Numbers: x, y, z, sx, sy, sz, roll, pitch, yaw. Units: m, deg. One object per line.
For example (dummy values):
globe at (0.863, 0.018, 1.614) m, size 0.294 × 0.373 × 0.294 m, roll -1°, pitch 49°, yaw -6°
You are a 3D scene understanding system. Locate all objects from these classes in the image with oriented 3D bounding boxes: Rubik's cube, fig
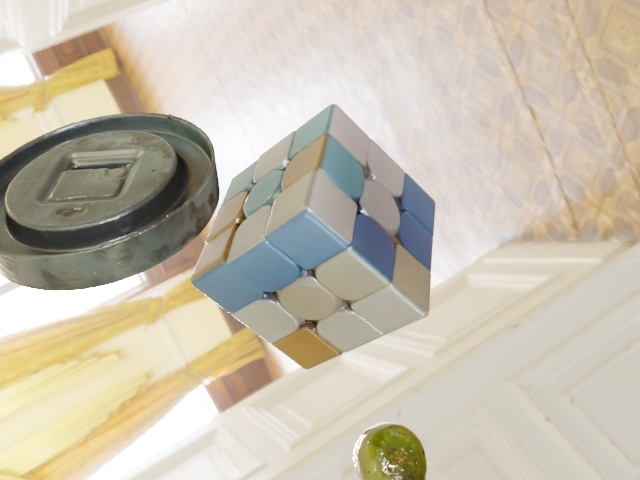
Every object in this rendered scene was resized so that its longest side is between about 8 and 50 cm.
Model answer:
Rubik's cube at (0.000, 0.000, 1.418) m, size 0.347 × 0.346 × 0.344 m, roll 39°, pitch 130°, yaw -25°
fig at (0.157, 0.484, 1.544) m, size 0.167 × 0.167 × 0.233 m, roll 62°, pitch -175°, yaw 0°

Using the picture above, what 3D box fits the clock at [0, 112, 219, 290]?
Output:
clock at (-0.287, -0.061, 0.889) m, size 0.319 × 0.319 × 0.066 m, roll 42°, pitch 150°, yaw 44°
